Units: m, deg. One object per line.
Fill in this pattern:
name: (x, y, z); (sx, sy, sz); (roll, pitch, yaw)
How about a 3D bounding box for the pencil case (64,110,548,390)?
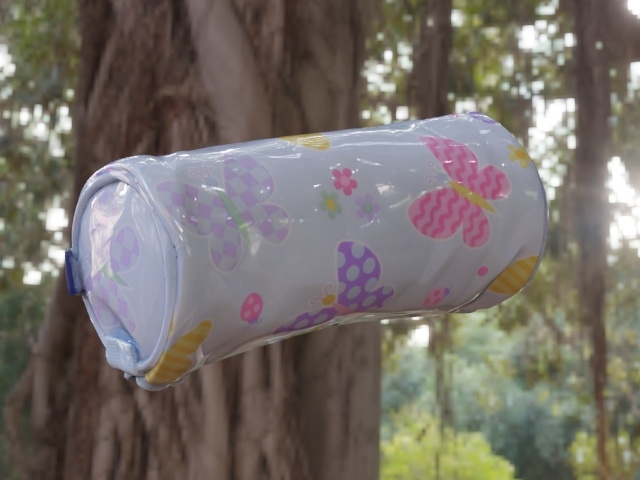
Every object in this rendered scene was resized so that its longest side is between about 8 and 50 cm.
pencil case: (0.000, 0.000, 0.832); (0.273, 0.124, 0.113); (-11, 0, -34)
